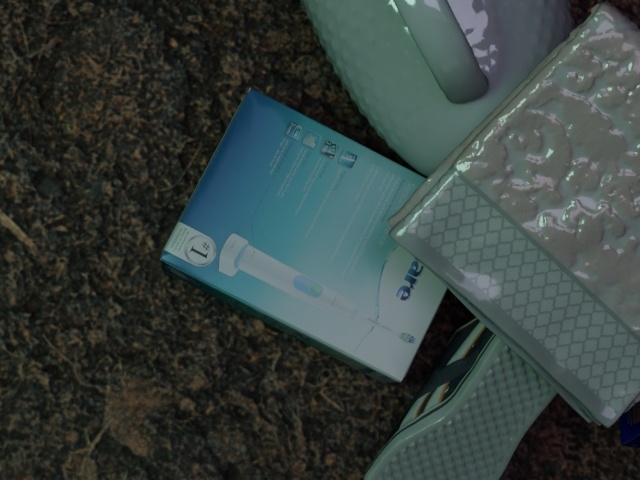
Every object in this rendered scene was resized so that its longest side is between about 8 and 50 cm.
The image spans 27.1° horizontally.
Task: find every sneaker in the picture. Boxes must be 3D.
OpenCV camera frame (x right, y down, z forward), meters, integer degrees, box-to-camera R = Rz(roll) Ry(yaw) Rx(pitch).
[{"bbox_3d":[0.163,0.197,1.483,0.126,0.127,0.321,37,105,-11],"label":"sneaker"}]

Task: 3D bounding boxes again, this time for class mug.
[{"bbox_3d":[0.122,-0.247,1.399,0.276,0.374,0.328,-23,86,12],"label":"mug"}]

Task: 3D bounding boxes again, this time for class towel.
[{"bbox_3d":[0.284,-0.013,1.317,0.332,0.053,0.317,42,104,-11],"label":"towel"}]

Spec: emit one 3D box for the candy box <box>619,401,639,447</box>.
[{"bbox_3d":[0.501,0.100,1.470,0.317,0.122,0.268,4,74,-5],"label":"candy box"}]

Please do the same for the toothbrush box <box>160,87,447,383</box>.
[{"bbox_3d":[0.000,0.000,1.479,0.296,0.126,0.216,26,82,-1],"label":"toothbrush box"}]
